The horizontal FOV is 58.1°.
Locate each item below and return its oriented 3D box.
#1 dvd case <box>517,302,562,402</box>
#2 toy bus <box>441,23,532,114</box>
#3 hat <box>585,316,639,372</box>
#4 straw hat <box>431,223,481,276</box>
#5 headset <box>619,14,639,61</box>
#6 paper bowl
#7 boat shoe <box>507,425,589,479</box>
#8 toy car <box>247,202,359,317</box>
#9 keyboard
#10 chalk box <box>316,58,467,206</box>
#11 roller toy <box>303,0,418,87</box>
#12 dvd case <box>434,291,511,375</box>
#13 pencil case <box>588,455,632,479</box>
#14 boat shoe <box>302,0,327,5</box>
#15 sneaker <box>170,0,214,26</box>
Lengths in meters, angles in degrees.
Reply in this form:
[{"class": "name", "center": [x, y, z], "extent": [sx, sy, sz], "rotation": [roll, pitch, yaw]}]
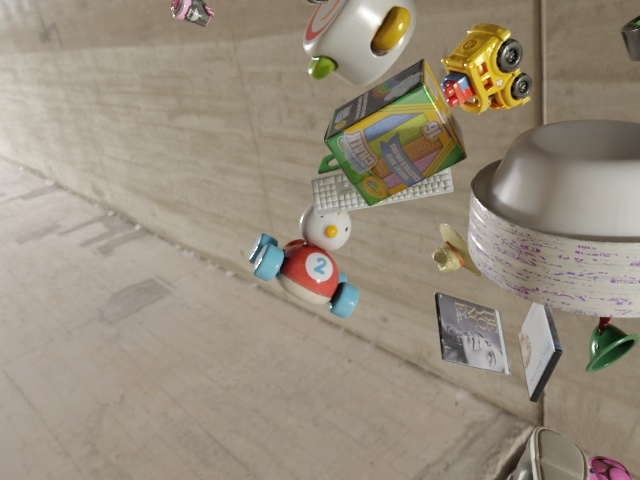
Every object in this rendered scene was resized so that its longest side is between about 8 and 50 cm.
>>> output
[{"class": "dvd case", "center": [0.567, 0.269, 1.504], "extent": [0.022, 0.180, 0.253], "rotation": [12, -147, 3]}, {"class": "toy bus", "center": [0.401, -0.396, 1.456], "extent": [0.211, 0.220, 0.149], "rotation": [-42, -144, -7]}, {"class": "hat", "center": [0.830, 0.266, 1.739], "extent": [0.208, 0.173, 0.183], "rotation": [-28, -127, -3]}, {"class": "straw hat", "center": [0.268, 0.035, 1.208], "extent": [0.061, 0.144, 0.144], "rotation": [-33, -153, -3]}, {"class": "headset", "center": [0.566, -0.283, 0.684], "extent": [0.243, 0.185, 0.394], "rotation": [-30, -169, -18]}, {"class": "paper bowl", "center": [0.318, -0.047, 0.666], "extent": [0.284, 0.148, 0.284], "rotation": [-4, -154, 2]}, {"class": "boat shoe", "center": [0.273, 0.352, 0.705], "extent": [0.112, 0.095, 0.335], "rotation": [25, -159, 19]}, {"class": "toy car", "center": [0.000, 0.000, 1.213], "extent": [0.219, 0.238, 0.210], "rotation": [27, -175, -15]}, {"class": "keyboard", "center": [0.106, -0.100, 1.043], "extent": [0.256, 0.072, 0.014], "rotation": [-10, 180, 17]}, {"class": "chalk box", "center": [0.094, -0.151, 0.878], "extent": [0.213, 0.132, 0.132], "rotation": [-26, -155, 24]}, {"class": "roller toy", "center": [0.077, -0.384, 1.040], "extent": [0.209, 0.146, 0.191], "rotation": [-33, -144, 45]}, {"class": "dvd case", "center": [0.363, 0.223, 1.369], "extent": [0.221, 0.164, 0.018], "rotation": [19, 145, -30]}, {"class": "pencil case", "center": [0.536, 0.534, 1.149], "extent": [0.095, 0.209, 0.098], "rotation": [10, -157, -7]}, {"class": "boat shoe", "center": [0.038, -0.446, 0.868], "extent": [0.065, 0.075, 0.206], "rotation": [16, -105, 55]}, {"class": "sneaker", "center": [-0.185, -0.342, 0.842], "extent": [0.057, 0.047, 0.119], "rotation": [17, -148, -27]}]
